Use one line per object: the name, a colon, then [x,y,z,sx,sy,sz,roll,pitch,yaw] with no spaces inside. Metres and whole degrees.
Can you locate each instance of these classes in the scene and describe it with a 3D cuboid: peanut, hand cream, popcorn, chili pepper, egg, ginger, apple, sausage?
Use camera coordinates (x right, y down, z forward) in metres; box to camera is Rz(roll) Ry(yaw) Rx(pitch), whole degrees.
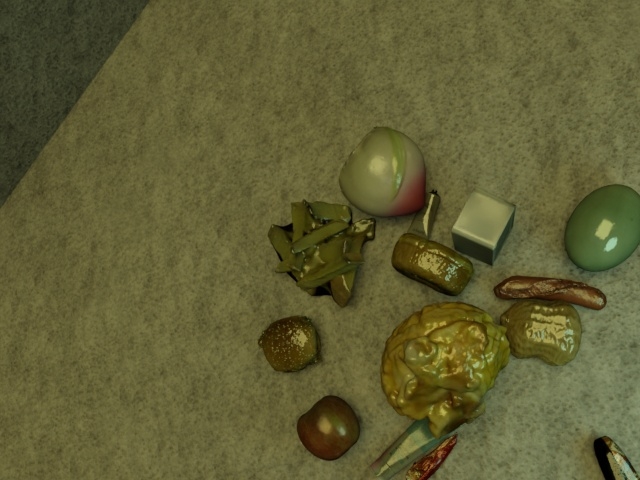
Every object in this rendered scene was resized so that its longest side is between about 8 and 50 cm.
peanut: [0.657,0.270,1.743,0.232,0.110,0.197,6,89,19]
hand cream: [0.292,0.620,1.782,0.312,0.070,0.111,-42,67,-2]
popcorn: [0.348,0.345,1.693,0.353,0.344,0.390,4,42,39]
hand cream: [0.357,-0.085,1.973,0.087,0.054,0.186,19,88,25]
chili pepper: [0.328,0.683,1.763,0.268,0.050,0.059,-45,37,-1]
egg: [0.846,-0.037,1.727,0.202,0.203,0.283,30,80,22]
ginger: [0.000,0.000,1.971,0.413,0.211,0.358,35,85,23]
apple: [0.028,0.585,1.804,0.188,0.188,0.174,-43,74,1]
sausage: [0.702,0.155,1.783,0.326,0.079,0.087,6,62,17]

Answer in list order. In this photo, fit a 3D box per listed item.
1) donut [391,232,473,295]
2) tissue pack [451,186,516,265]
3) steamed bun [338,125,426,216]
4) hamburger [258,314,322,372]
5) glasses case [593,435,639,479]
donut: [0.349,0.076,1.844,0.261,0.208,0.128,24,83,26]
tissue pack: [0.509,-0.037,1.806,0.135,0.246,0.160,27,83,20]
steamed bun: [0.232,-0.204,1.926,0.309,0.309,0.310,-5,73,15]
hamburger: [-0.108,0.348,1.948,0.215,0.122,0.190,-14,73,15]
glasses case: [0.838,0.689,1.566,0.082,0.122,0.321,-26,69,10]
